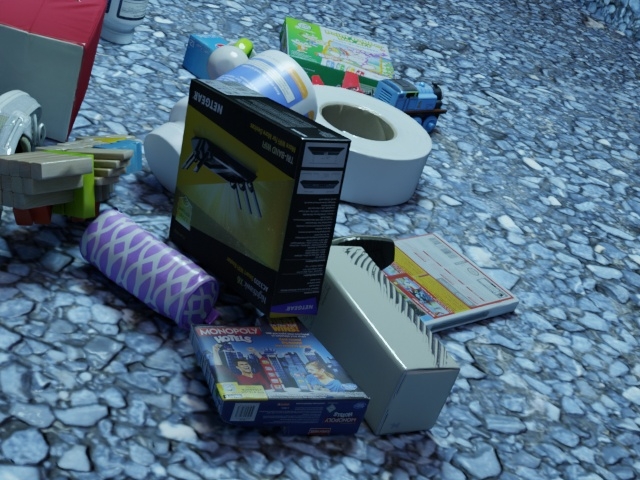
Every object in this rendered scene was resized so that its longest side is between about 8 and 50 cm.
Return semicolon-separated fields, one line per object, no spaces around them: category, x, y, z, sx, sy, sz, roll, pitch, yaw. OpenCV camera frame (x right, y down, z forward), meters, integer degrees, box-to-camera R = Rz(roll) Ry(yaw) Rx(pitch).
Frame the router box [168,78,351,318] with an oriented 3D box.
router box;-0.093;-0.066;1.504;0.081;0.243;0.309;-2;21;-34

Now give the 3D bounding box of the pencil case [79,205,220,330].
pencil case;-0.229;0.039;1.474;0.206;0.088;0.086;34;68;25

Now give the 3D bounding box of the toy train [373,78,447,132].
toy train;0.182;-0.275;2.255;0.184;0.105;0.080;-8;39;-40

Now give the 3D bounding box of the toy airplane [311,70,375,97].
toy airplane;0.039;-0.307;2.269;0.151;0.028;0.151;3;49;-3

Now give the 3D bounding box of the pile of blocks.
pile of blocks;-0.322;-0.075;1.537;0.149;0.113;0.362;3;12;12

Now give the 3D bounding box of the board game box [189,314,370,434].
board game box;-0.065;0.158;1.385;0.194;0.060;0.194;4;31;-26

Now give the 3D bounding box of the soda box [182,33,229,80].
soda box;-0.174;-0.328;2.159;0.210;0.071;0.067;38;32;31

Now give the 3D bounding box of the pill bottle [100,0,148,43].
pill bottle;-0.388;-0.480;2.190;0.094;0.169;0.094;16;28;-9

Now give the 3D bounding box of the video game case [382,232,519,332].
video game case;0.149;0.066;1.717;0.285;0.025;0.204;-9;40;-42

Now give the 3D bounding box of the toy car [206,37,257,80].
toy car;-0.142;-0.262;1.957;0.136;0.182;0.159;24;13;-1

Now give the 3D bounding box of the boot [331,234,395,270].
boot;0.000;0.000;1.648;0.198;0.077;0.137;-7;33;-14

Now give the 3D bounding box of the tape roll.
tape roll;0.053;-0.175;2.004;0.286;0.100;0.286;15;29;-9

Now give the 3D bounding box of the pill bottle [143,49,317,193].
pill bottle;-0.147;-0.186;1.784;0.152;0.152;0.272;36;55;28

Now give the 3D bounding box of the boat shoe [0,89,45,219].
boat shoe;-0.451;-0.104;1.555;0.103;0.118;0.320;22;32;-8

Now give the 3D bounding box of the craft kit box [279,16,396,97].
craft kit box;0.036;-0.398;2.439;0.250;0.061;0.247;14;26;-12

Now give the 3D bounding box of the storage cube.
storage cube;-0.466;-0.302;1.790;0.183;0.215;0.193;15;34;-10

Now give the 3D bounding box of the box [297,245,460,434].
box;0.063;0.125;1.471;0.094;0.113;0.275;1;35;-33
